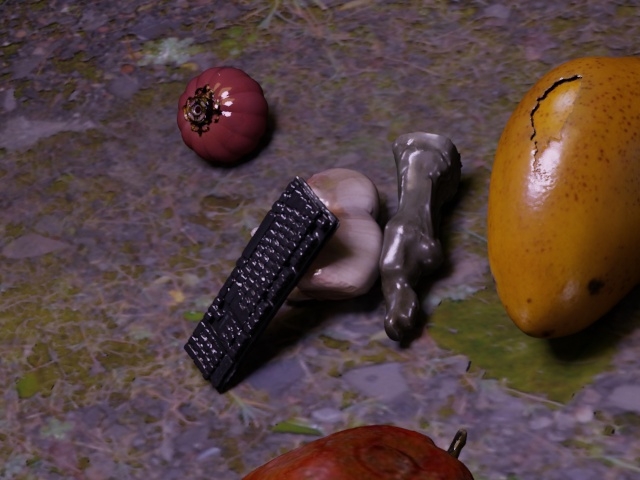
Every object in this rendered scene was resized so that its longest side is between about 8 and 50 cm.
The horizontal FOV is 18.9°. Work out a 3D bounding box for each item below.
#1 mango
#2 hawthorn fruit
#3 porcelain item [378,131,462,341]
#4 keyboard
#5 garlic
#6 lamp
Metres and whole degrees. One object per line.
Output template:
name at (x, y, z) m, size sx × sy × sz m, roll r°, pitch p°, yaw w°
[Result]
mango at (0.241, -0.047, 1.742) m, size 0.160 × 0.191 × 0.290 m, roll 5°, pitch 59°, yaw 45°
hawthorn fruit at (0.038, 0.253, 1.576) m, size 0.261 × 0.224 × 0.224 m, roll -35°, pitch 40°, yaw -19°
porcelain item at (0.089, -0.002, 1.872) m, size 0.069 × 0.081 × 0.215 m, roll 6°, pitch 56°, yaw 12°
keyboard at (-0.064, 0.044, 1.871) m, size 0.072 × 0.023 × 0.231 m, roll 50°, pitch 121°, yaw 28°
garlic at (0.006, -0.007, 1.921) m, size 0.124 × 0.099 × 0.174 m, roll -9°, pitch 46°, yaw 17°
lamp at (-0.108, -0.139, 2.119) m, size 0.107 × 0.092 × 0.107 m, roll -2°, pitch 87°, yaw 35°
